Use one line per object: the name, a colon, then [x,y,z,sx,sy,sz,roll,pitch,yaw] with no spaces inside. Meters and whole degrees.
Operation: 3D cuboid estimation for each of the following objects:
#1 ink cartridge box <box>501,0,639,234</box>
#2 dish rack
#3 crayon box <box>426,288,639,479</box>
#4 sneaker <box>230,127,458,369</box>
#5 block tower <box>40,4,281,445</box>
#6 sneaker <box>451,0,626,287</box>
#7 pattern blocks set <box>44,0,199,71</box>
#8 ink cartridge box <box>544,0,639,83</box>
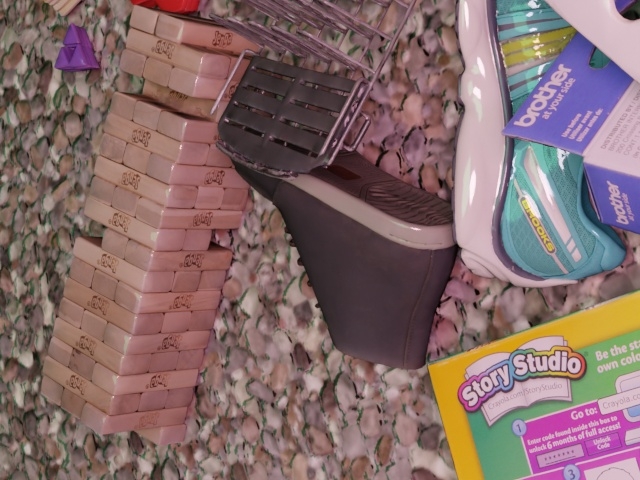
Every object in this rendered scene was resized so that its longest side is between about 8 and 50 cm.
ink cartridge box: [0.268,-0.063,0.620,0.311,0.065,0.186,21,63,36]
dish rack: [0.002,-0.175,0.818,0.271,0.074,0.208,-63,27,0]
crayon box: [0.208,0.109,0.711,0.278,0.081,0.165,-24,73,36]
sneaker: [0.000,0.000,0.886,0.222,0.083,0.118,34,122,43]
block tower: [-0.128,-0.006,0.983,0.091,0.097,0.335,24,105,38]
sneaker: [0.145,-0.109,0.777,0.110,0.107,0.275,1,94,20]
pattern blocks set: [-0.219,-0.308,1.108,0.285,0.026,0.325,-20,77,37]
ink cartridge box: [0.242,-0.231,0.555,0.207,0.119,0.353,51,131,33]
